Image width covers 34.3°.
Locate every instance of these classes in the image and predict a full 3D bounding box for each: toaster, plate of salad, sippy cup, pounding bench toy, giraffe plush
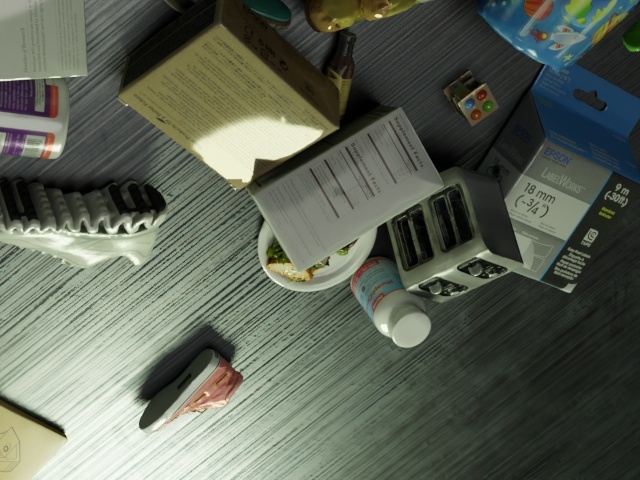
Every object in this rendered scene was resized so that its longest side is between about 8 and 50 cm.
[{"bbox_3d":[0.204,-0.016,1.594,0.168,0.185,0.110,-28,154,36],"label":"toaster"},{"bbox_3d":[0.000,0.000,1.622,0.200,0.048,0.199,-10,122,-16],"label":"plate of salad"},{"bbox_3d":[0.345,-0.369,1.446,0.305,0.240,0.224,39,116,4],"label":"sippy cup"},{"bbox_3d":[0.237,-0.205,1.583,0.052,0.065,0.083,-37,126,2],"label":"pounding bench toy"},{"bbox_3d":[0.065,-0.382,1.363,0.210,0.181,0.170,-16,103,0],"label":"giraffe plush"}]

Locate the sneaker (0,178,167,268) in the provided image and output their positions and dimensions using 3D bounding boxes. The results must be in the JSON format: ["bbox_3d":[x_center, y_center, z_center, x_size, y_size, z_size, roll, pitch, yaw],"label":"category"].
[{"bbox_3d":[-0.362,-0.013,1.437,0.292,0.110,0.118,1,128,-23],"label":"sneaker"}]

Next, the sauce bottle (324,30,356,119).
[{"bbox_3d":[0.026,-0.237,1.494,0.042,0.042,0.128,0,117,-22],"label":"sauce bottle"}]

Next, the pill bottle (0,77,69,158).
[{"bbox_3d":[-0.424,-0.166,1.310,0.193,0.108,0.108,5,117,-25],"label":"pill bottle"}]

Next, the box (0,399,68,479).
[{"bbox_3d":[-0.526,0.322,1.619,0.164,0.021,0.201,-45,125,8],"label":"box"}]

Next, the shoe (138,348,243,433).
[{"bbox_3d":[-0.209,0.262,1.685,0.178,0.063,0.081,-45,120,3],"label":"shoe"}]

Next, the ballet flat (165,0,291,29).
[{"bbox_3d":[-0.147,-0.321,1.360,0.221,0.077,0.079,23,127,-27],"label":"ballet flat"}]

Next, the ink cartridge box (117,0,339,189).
[{"bbox_3d":[-0.119,-0.197,1.387,0.193,0.088,0.235,-27,133,30],"label":"ink cartridge box"}]

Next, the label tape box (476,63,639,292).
[{"bbox_3d":[0.391,-0.102,1.685,0.241,0.106,0.333,19,111,-31],"label":"label tape box"}]

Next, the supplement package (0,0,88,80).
[{"bbox_3d":[-0.430,-0.290,1.190,0.293,0.177,0.175,-8,122,-19],"label":"supplement package"}]

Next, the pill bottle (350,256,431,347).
[{"bbox_3d":[0.114,0.099,1.659,0.087,0.160,0.087,-10,122,-17],"label":"pill bottle"}]

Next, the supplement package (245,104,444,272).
[{"bbox_3d":[0.032,-0.080,1.508,0.244,0.139,0.134,-31,102,-2],"label":"supplement package"}]
